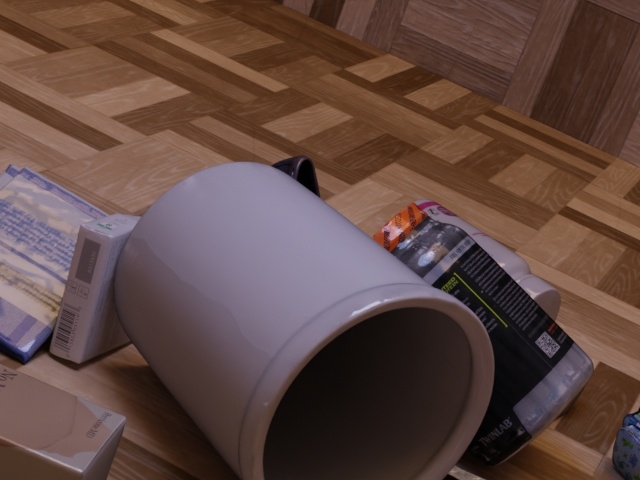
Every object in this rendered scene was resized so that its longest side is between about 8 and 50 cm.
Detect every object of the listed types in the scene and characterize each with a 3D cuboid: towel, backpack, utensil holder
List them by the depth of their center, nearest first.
[{"bbox_3d":[-0.033,0.119,1.753,0.327,0.328,0.385,4,24,-37],"label":"utensil holder"},{"bbox_3d":[-0.395,0.024,1.906,0.209,0.034,0.285,29,44,6],"label":"towel"},{"bbox_3d":[0.476,0.307,2.062,0.084,0.105,0.114,-24,45,-31],"label":"backpack"}]

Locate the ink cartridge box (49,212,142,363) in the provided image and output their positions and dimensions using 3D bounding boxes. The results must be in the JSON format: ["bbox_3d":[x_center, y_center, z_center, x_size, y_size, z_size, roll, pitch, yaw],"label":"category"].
[{"bbox_3d":[-0.256,0.050,1.898,0.056,0.181,0.224,22,18,17],"label":"ink cartridge box"}]

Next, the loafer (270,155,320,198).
[{"bbox_3d":[-0.026,0.021,2.083,0.109,0.095,0.302,7,63,-49],"label":"loafer"}]

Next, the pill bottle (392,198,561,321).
[{"bbox_3d":[0.238,0.065,2.342,0.283,0.160,0.160,35,26,32],"label":"pill bottle"}]

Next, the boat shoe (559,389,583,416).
[{"bbox_3d":[0.326,0.224,2.154,0.070,0.078,0.219,34,27,28],"label":"boat shoe"}]

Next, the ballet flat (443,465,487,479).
[{"bbox_3d":[0.151,0.305,1.832,0.168,0.057,0.052,20,31,0],"label":"ballet flat"}]

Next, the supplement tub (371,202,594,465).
[{"bbox_3d":[0.187,0.122,1.967,0.338,0.207,0.207,46,25,5],"label":"supplement tub"}]

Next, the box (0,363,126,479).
[{"bbox_3d":[-0.378,0.201,1.507,0.311,0.121,0.148,22,21,3],"label":"box"}]
